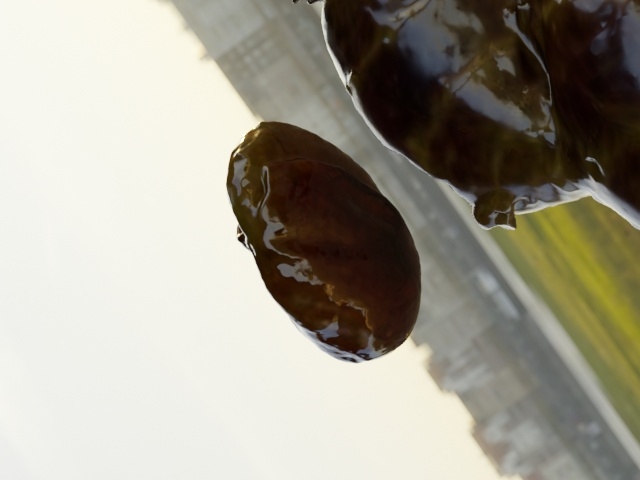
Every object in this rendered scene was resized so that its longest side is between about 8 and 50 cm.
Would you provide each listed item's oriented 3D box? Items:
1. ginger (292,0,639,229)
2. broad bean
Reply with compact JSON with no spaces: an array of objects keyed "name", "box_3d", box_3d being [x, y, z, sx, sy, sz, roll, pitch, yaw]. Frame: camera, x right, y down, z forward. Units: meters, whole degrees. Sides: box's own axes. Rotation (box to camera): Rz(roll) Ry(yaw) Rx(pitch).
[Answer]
[{"name":"ginger","box_3d":[0.131,-0.143,1.035,0.357,0.152,0.274,13,116,38]},{"name":"broad bean","box_3d":[-0.003,0.002,1.544,0.228,0.156,0.122,50,140,-12]}]
